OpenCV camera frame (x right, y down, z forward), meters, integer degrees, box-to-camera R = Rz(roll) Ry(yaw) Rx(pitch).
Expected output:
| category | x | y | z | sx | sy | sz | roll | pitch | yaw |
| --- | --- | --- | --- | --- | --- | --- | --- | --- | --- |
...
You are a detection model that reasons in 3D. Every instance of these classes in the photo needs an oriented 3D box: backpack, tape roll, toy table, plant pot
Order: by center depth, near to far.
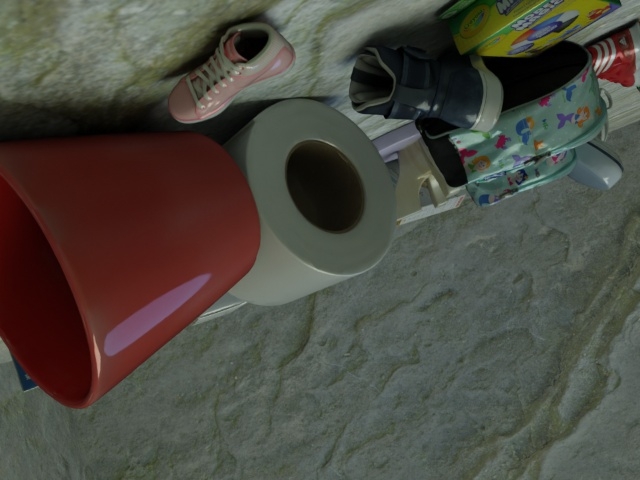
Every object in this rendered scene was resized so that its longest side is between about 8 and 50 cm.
| category | x | y | z | sx | sy | sz | roll | pitch | yaw |
| --- | --- | --- | --- | --- | --- | --- | --- | --- | --- |
| plant pot | -0.217 | 0.002 | 0.664 | 0.243 | 0.274 | 0.275 | -29 | -178 | -43 |
| tape roll | -0.040 | -0.046 | 0.830 | 0.246 | 0.246 | 0.169 | -16 | 172 | -42 |
| backpack | 0.287 | -0.184 | 0.908 | 0.254 | 0.191 | 0.225 | -28 | -154 | 16 |
| toy table | 0.223 | -0.153 | 1.236 | 0.275 | 0.160 | 0.252 | -23 | 175 | 14 |

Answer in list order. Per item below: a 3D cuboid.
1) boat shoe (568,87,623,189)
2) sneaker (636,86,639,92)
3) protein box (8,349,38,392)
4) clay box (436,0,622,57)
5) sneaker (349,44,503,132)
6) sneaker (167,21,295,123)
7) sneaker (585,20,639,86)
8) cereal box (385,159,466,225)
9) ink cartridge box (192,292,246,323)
| category | x | y | z | sx | sy | sz | roll | pitch | yaw |
| --- | --- | --- | --- | --- | --- | --- | --- | --- | --- |
| boat shoe | 0.451 | -0.216 | 1.086 | 0.156 | 0.136 | 0.367 | -47 | -159 | 13 |
| sneaker | 0.883 | -0.384 | 1.309 | 0.483 | 0.185 | 0.202 | -19 | 171 | -11 |
| protein box | -0.462 | 0.131 | 1.098 | 0.201 | 0.199 | 0.136 | -18 | -170 | -24 |
| clay box | 0.247 | -0.268 | 0.714 | 0.222 | 0.053 | 0.127 | -17 | 174 | -44 |
| sneaker | 0.117 | -0.203 | 0.754 | 0.164 | 0.086 | 0.226 | 7 | -156 | -4 |
| sneaker | -0.092 | -0.157 | 0.558 | 0.134 | 0.050 | 0.070 | -25 | 173 | 8 |
| sneaker | 0.536 | -0.333 | 1.141 | 0.128 | 0.086 | 0.221 | -14 | 166 | 22 |
| cereal box | 0.206 | -0.125 | 1.421 | 0.240 | 0.173 | 0.047 | -18 | 142 | -42 |
| ink cartridge box | -0.262 | 0.071 | 1.361 | 0.117 | 0.207 | 0.283 | -18 | 175 | -17 |
